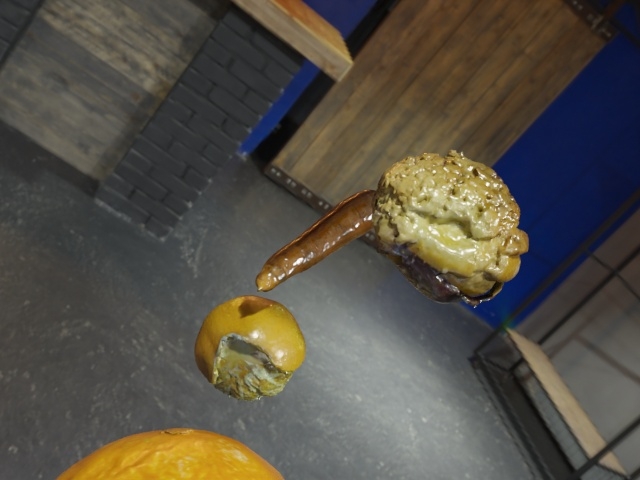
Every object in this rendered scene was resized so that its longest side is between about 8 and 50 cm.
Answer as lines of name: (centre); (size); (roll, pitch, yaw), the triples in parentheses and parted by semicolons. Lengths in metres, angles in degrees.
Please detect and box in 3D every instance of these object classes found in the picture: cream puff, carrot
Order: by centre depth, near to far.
cream puff: (0.096, -0.014, 0.554); (0.133, 0.104, 0.119); (37, 21, -33)
carrot: (0.000, 0.000, 0.993); (0.248, 0.059, 0.059); (-35, 72, -30)

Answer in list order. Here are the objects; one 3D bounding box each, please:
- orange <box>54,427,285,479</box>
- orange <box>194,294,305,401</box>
orange: (-0.115, 0.267, 0.549); (0.246, 0.246, 0.246); (36, 20, -15)
orange: (-0.101, 0.153, 1.021); (0.156, 0.156, 0.134); (44, 7, 8)
